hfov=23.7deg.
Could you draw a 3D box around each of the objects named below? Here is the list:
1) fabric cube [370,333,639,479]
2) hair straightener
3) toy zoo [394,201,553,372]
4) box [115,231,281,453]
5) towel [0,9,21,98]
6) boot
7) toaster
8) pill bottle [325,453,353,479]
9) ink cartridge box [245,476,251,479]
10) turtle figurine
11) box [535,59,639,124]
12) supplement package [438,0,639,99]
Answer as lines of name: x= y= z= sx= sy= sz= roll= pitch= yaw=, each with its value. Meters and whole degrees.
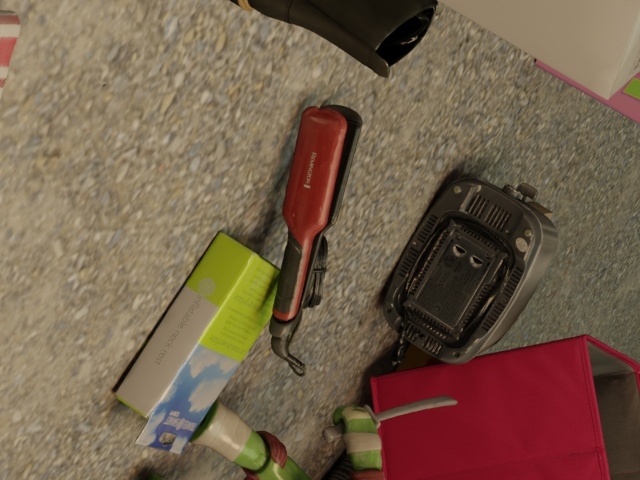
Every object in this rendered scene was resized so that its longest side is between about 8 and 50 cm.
fabric cube: x=0.234 y=0.270 z=1.736 sx=0.254 sy=0.258 sz=0.259 roll=27 pitch=52 yaw=-62
hair straightener: x=0.000 y=0.000 z=1.263 sx=0.089 sy=0.047 sz=0.230 roll=-24 pitch=123 yaw=-67
toy zoo: x=0.179 y=0.087 z=1.888 sx=0.293 sy=0.030 sz=0.192 roll=-62 pitch=158 yaw=15
box: x=-0.098 y=0.087 z=1.255 sx=0.178 sy=0.042 sz=0.109 roll=-57 pitch=159 yaw=-2
towel: x=-0.238 y=-0.032 z=0.800 sx=0.144 sy=0.029 sz=0.197 roll=-18 pitch=134 yaw=-59
boot: x=0.045 y=-0.196 z=1.023 sx=0.198 sy=0.137 sz=0.077 roll=-49 pitch=158 yaw=-21
toaster: x=0.164 y=0.040 z=1.650 sx=0.227 sy=0.129 sz=0.146 roll=-62 pitch=161 yaw=12
pill bottle: x=0.013 y=0.379 z=1.811 sx=0.246 sy=0.130 sz=0.130 roll=-50 pitch=158 yaw=-15
ink cartridge box: x=-0.030 y=0.356 z=1.613 sx=0.127 sy=0.176 sz=0.128 roll=-51 pitch=158 yaw=-14
turtle figurine: x=-0.028 y=0.242 z=1.413 sx=0.198 sy=0.266 sz=0.275 roll=-46 pitch=-157 yaw=34
box: x=0.390 y=-0.202 z=1.669 sx=0.243 sy=0.213 sz=0.117 roll=-19 pitch=138 yaw=-59
supplement package: x=0.242 y=-0.290 z=1.232 sx=0.262 sy=0.199 sz=0.198 roll=-40 pitch=154 yaw=-37
